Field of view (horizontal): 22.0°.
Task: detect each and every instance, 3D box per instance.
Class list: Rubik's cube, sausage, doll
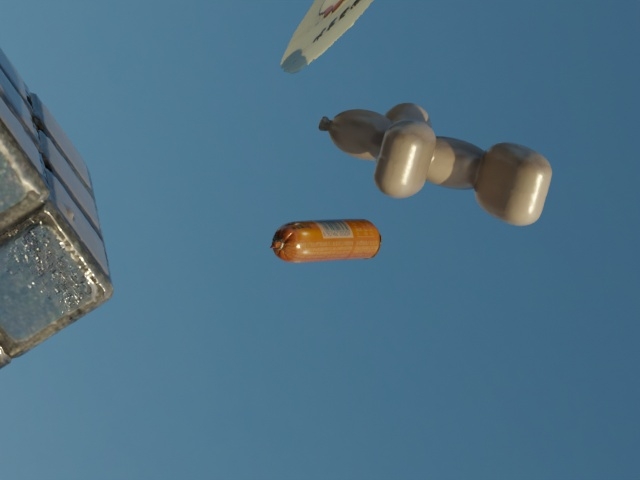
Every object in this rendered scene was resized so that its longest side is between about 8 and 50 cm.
[{"bbox_3d":[-0.374,-0.042,1.329,0.305,0.301,0.304,58,0,-26],"label":"Rubik's cube"},{"bbox_3d":[0.000,0.000,1.146,0.031,0.107,0.031,1,-88,38],"label":"sausage"},{"bbox_3d":[0.080,-0.063,1.206,0.160,0.161,0.059,-115,-142,-77],"label":"doll"}]

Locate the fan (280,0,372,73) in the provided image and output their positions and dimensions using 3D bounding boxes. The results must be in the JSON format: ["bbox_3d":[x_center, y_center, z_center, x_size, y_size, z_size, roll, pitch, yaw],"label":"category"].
[{"bbox_3d":[0.049,-0.236,1.238,0.009,0.191,0.329,42,-29,7],"label":"fan"}]
